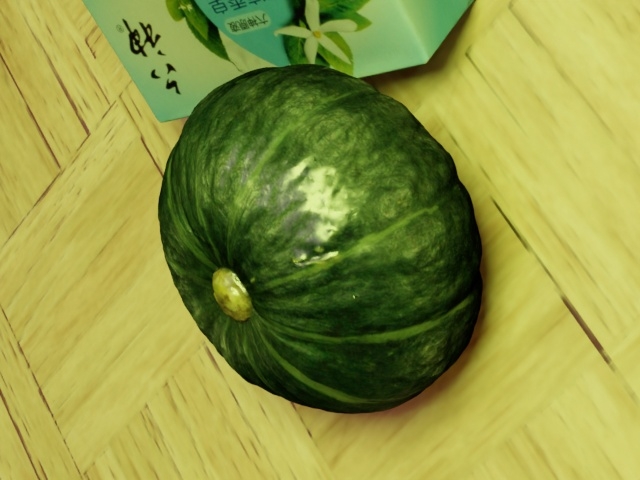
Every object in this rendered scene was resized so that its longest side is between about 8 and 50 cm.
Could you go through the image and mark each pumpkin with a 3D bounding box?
[{"bbox_3d":[0.000,0.000,0.848,0.211,0.152,0.211,43,148,36],"label":"pumpkin"}]

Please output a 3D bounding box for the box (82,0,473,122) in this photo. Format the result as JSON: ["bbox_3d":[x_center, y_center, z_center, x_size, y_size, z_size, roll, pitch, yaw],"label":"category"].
[{"bbox_3d":[-0.038,-0.167,0.897,0.232,0.083,0.142,-8,124,38],"label":"box"}]
